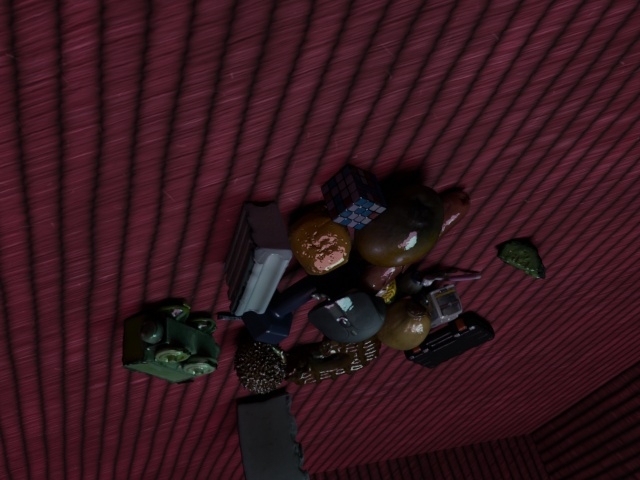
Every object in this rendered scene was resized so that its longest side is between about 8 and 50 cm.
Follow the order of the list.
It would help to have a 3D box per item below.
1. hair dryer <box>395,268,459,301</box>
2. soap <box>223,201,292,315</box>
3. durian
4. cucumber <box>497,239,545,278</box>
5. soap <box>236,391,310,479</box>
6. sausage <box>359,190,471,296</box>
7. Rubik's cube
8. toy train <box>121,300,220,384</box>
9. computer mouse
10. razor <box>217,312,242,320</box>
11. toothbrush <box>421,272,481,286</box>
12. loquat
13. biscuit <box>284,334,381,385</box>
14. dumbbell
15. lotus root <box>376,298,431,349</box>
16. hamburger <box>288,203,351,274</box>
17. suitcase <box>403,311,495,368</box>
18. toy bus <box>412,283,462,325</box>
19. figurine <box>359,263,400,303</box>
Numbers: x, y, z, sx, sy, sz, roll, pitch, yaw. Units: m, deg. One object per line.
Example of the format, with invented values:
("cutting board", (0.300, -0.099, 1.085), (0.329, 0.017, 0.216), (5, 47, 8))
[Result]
("hair dryer", (0.288, 0.126, 1.969), (0.199, 0.067, 0.167), (-9, 161, -41))
("soap", (-0.146, 0.048, 1.518), (0.094, 0.150, 0.261), (0, 146, -20))
("durian", (-0.176, 0.341, 1.967), (0.167, 0.196, 0.196), (-21, 150, -12))
("cucumber", (0.596, 0.055, 1.959), (0.115, 0.086, 0.193), (18, 170, 34))
("soap", (-0.186, 0.789, 2.493), (0.212, 0.350, 0.435), (-11, 151, -11))
("sausage", (0.201, 0.028, 1.679), (0.433, 0.088, 0.088), (-45, 140, 22))
("Rubik's cube", (0.072, -0.092, 1.456), (0.092, 0.092, 0.092), (18, 135, -44))
("toy train", (-0.385, 0.273, 1.766), (0.188, 0.159, 0.271), (-19, 150, 22))
("computer mouse", (0.062, 0.186, 1.629), (0.167, 0.090, 0.379), (-29, 154, 14))
("razor", (-0.199, 0.219, 1.882), (0.190, 0.033, 0.066), (9, 96, -32))
("toothbrush", (0.377, 0.110, 1.939), (0.286, 0.020, 0.025), (-1, 122, -45))
("loquat", (0.179, -0.034, 1.528), (0.179, 0.179, 0.227), (17, 139, -43))
("biscuit", (0.050, 0.337, 2.110), (0.268, 0.115, 0.366), (5, 144, -32))
("dumbbell", (-0.053, 0.133, 1.706), (0.316, 0.156, 0.143), (-35, 175, 28))
("lotus root", (0.232, 0.245, 1.945), (0.131, 0.146, 0.303), (-47, 177, -17))
("hamburger", (0.000, 0.000, 1.532), (0.138, 0.083, 0.147), (-30, 107, 2))
("suitcase", (0.452, 0.355, 2.376), (0.285, 0.066, 0.206), (-31, 146, 21))
("toy bus", (0.340, 0.199, 1.997), (0.092, 0.106, 0.268), (-19, 167, -9))
("figurine", (0.174, 0.113, 1.840), (0.115, 0.095, 0.156), (-43, 126, 5))
